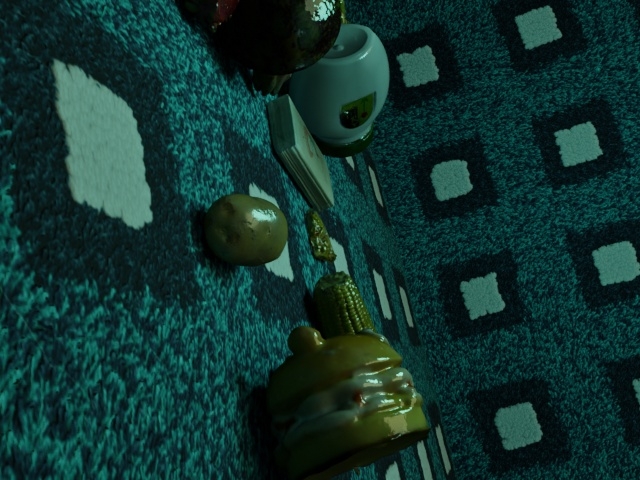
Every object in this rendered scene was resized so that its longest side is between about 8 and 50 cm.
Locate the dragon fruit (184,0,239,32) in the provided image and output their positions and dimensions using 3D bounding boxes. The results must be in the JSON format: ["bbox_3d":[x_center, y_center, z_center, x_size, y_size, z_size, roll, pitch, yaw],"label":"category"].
[{"bbox_3d":[-0.216,-0.517,1.385,0.133,0.150,0.207,126,-53,-68],"label":"dragon fruit"}]

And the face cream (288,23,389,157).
[{"bbox_3d":[0.055,-0.434,2.064,0.219,0.313,0.357,54,-18,30],"label":"face cream"}]

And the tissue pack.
[{"bbox_3d":[-0.046,-0.223,1.883,0.325,0.071,0.170,54,22,-58],"label":"tissue pack"}]

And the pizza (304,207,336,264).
[{"bbox_3d":[0.000,0.000,1.875,0.131,0.041,0.178,-69,141,-68],"label":"pizza"}]

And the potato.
[{"bbox_3d":[-0.124,-0.017,1.180,0.109,0.118,0.178,41,12,27],"label":"potato"}]

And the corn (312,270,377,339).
[{"bbox_3d":[0.075,0.230,1.709,0.131,0.131,0.344,-83,152,-61],"label":"corn"}]

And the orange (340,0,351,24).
[{"bbox_3d":[-0.004,-0.727,2.371,0.271,0.211,0.368,-142,-148,-70],"label":"orange"}]

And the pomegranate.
[{"bbox_3d":[-0.103,-0.460,1.587,0.340,0.285,0.284,101,-15,-52],"label":"pomegranate"}]

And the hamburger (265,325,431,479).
[{"bbox_3d":[0.031,0.266,1.190,0.236,0.276,0.276,66,8,23],"label":"hamburger"}]
